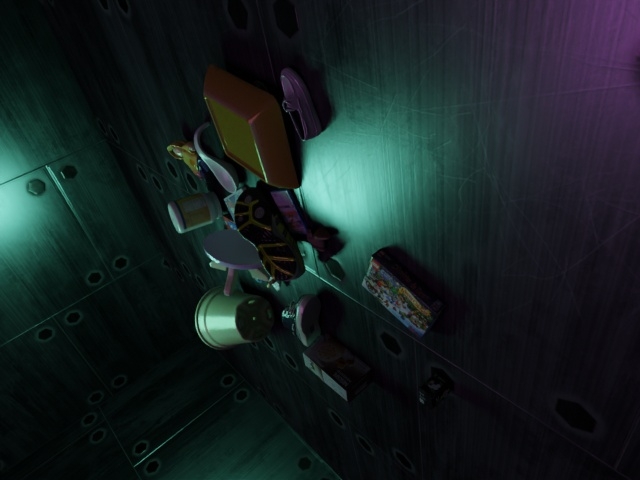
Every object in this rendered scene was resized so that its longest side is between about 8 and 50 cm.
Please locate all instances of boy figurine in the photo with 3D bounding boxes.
[{"bbox_3d":[-0.518,-0.333,1.910,0.285,0.092,0.177,41,153,20],"label":"boy figurine"}]

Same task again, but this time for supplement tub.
[{"bbox_3d":[-0.546,-0.128,2.040,0.144,0.200,0.144,46,148,41],"label":"supplement tub"}]

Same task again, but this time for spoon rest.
[{"bbox_3d":[-0.393,-0.299,1.750,0.137,0.084,0.276,0,119,59],"label":"spoon rest"}]

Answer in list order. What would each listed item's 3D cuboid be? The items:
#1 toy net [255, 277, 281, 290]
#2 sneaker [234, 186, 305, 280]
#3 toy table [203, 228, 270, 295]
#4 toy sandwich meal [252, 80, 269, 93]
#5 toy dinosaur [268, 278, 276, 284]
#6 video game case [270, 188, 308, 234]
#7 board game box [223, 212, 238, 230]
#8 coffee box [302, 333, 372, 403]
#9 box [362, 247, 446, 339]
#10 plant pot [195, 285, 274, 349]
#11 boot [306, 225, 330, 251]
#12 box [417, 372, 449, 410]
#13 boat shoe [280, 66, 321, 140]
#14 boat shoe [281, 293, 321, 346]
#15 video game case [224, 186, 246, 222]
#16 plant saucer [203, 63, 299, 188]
[{"bbox_3d":[-0.233,0.153,2.047,0.232,0.045,0.122,11,128,52],"label":"toy net"},{"bbox_3d":[-0.182,-0.017,1.656,0.384,0.145,0.147,63,-165,19],"label":"sneaker"},{"bbox_3d":[-0.318,0.077,1.835,0.275,0.252,0.160,22,141,18],"label":"toy table"},{"bbox_3d":[-0.173,-0.410,1.323,0.086,0.029,0.085,39,149,29],"label":"toy sandwich meal"},{"bbox_3d":[-0.167,0.118,1.904,0.092,0.053,0.183,49,136,-4],"label":"toy dinosaur"},{"bbox_3d":[-0.102,-0.096,1.579,0.119,0.015,0.166,3,123,57],"label":"video game case"},{"bbox_3d":[-0.320,-0.015,2.014,0.281,0.027,0.145,26,142,45],"label":"board game box"},{"bbox_3d":[0.066,0.499,1.838,0.247,0.141,0.098,34,146,37],"label":"coffee box"},{"bbox_3d":[0.222,0.149,1.293,0.233,0.044,0.159,43,151,23],"label":"box"},{"bbox_3d":[-0.404,0.385,2.334,0.306,0.334,0.333,-10,112,49],"label":"plant pot"},{"bbox_3d":[0.000,0.000,1.501,0.119,0.042,0.086,26,148,46],"label":"boot"},{"bbox_3d":[0.340,0.451,1.398,0.052,0.083,0.062,28,143,45],"label":"box"},{"bbox_3d":[-0.062,-0.341,1.183,0.066,0.063,0.184,12,131,54],"label":"boat shoe"},{"bbox_3d":[-0.092,0.295,1.875,0.158,0.127,0.340,32,147,24],"label":"boat shoe"},{"bbox_3d":[-0.306,-0.106,1.858,0.201,0.023,0.183,-15,101,58],"label":"video game case"},{"bbox_3d":[-0.225,-0.323,1.413,0.333,0.081,0.332,36,153,34],"label":"plant saucer"}]
